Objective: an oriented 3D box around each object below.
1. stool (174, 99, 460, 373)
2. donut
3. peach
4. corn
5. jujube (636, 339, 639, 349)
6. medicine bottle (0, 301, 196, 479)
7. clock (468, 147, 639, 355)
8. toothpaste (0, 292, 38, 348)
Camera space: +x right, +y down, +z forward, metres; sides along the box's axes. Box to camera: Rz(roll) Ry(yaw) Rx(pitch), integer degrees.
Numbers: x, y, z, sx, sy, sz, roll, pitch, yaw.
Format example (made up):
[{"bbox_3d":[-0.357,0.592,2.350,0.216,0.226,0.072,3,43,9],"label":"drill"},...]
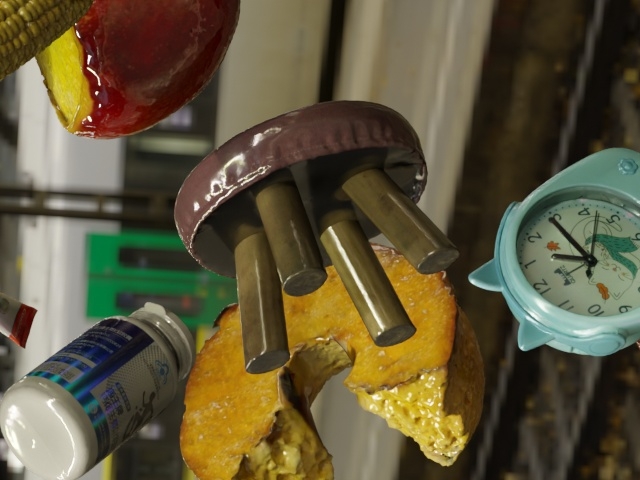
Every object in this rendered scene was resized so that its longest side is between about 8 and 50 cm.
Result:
[{"bbox_3d":[0.000,0.000,1.904,0.272,0.272,0.178,101,150,-59],"label":"stool"},{"bbox_3d":[0.027,0.187,2.504,0.163,0.435,0.377,49,-156,-36],"label":"donut"},{"bbox_3d":[-0.193,-0.235,1.820,0.248,0.245,0.274,53,-166,-49],"label":"peach"},{"bbox_3d":[-0.274,-0.175,1.551,0.238,0.080,0.080,-44,-19,-29],"label":"corn"},{"bbox_3d":[0.513,0.088,2.426,0.243,0.183,0.183,120,155,-58],"label":"jujube"},{"bbox_3d":[-0.204,0.138,1.746,0.191,0.107,0.107,-38,-37,-47],"label":"medicine bottle"},{"bbox_3d":[0.310,0.029,2.140,0.223,0.274,0.094,56,163,27],"label":"clock"},{"bbox_3d":[-0.374,0.065,2.035,0.190,0.031,0.048,38,-119,-52],"label":"toothpaste"}]
